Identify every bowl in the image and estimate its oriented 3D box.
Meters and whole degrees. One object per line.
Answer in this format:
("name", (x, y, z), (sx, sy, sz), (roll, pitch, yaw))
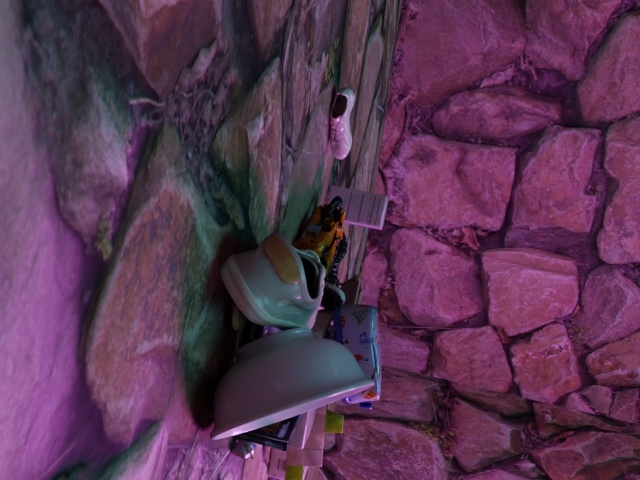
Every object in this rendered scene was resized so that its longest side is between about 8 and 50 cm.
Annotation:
("bowl", (-0.065, 0.240, 1.035), (0.298, 0.298, 0.134), (72, -1, -72))

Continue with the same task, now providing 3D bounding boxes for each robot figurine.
("robot figurine", (0.000, 0.000, 1.557), (0.291, 0.085, 0.210), (-61, 161, -59))

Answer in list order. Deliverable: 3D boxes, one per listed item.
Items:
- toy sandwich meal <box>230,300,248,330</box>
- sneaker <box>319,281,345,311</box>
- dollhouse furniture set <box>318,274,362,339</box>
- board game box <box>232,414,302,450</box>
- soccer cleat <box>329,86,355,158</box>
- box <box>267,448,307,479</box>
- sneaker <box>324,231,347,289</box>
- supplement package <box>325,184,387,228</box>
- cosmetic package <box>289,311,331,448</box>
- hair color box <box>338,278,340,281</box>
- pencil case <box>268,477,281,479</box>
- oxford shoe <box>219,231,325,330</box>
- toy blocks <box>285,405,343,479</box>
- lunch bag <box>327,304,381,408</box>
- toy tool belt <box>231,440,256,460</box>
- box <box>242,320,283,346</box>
("toy sandwich meal", (-0.142, 0.117, 1.017), (0.085, 0.029, 0.085), (12, 90, -76))
("sneaker", (0.016, 0.145, 1.595), (0.086, 0.085, 0.237), (-32, -175, -21))
("dollhouse furniture set", (0.078, 0.295, 1.919), (0.198, 0.151, 0.301), (-25, -143, 41))
("board game box", (-0.105, 0.365, 1.234), (0.186, 0.126, 0.026), (-51, 151, -70))
("soccer cleat", (0.051, -0.312, 1.573), (0.076, 0.068, 0.196), (-33, 134, -57))
("box", (-0.073, 0.638, 1.823), (0.275, 0.113, 0.094), (-36, 136, -79))
("sneaker", (0.013, 0.080, 1.794), (0.106, 0.101, 0.267), (148, -46, -62))
("supplement package", (0.111, -0.100, 1.810), (0.105, 0.180, 0.105), (20, 81, -81))
("cosmetic package", (-0.066, 0.326, 1.417), (0.153, 0.129, 0.295), (-51, 150, -74))
("hair color box", (0.043, 0.219, 2.221), (0.072, 0.043, 0.141), (73, 29, -70))
("pencil case", (-0.128, 0.816, 1.775), (0.086, 0.088, 0.205), (-47, 147, -77))
("oxford shoe", (-0.048, 0.076, 1.067), (0.130, 0.169, 0.449), (-34, 168, 3))
("toy blocks", (-0.040, 0.449, 1.676), (0.261, 0.191, 0.380), (-126, -140, -85))
("lunch bag", (0.093, 0.280, 1.437), (0.303, 0.115, 0.243), (45, 41, -79))
("toy tool belt", (-0.157, 0.439, 1.249), (0.083, 0.052, 0.051), (84, 28, -64))
("box", (-0.110, 0.229, 1.223), (0.191, 0.045, 0.184), (-20, 119, -69))
